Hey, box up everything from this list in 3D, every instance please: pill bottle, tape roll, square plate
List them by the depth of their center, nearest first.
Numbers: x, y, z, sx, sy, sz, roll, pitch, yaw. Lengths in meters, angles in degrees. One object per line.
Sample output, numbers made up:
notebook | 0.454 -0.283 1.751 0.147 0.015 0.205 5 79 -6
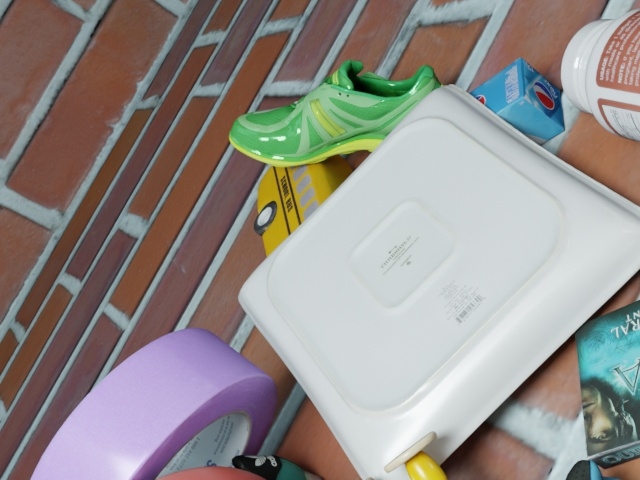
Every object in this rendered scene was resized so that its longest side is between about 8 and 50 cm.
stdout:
pill bottle | 0.310 -0.139 0.753 0.121 0.121 0.216 -57 28 2
square plate | 0.092 0.021 0.864 0.347 0.049 0.344 -46 42 4
tape roll | -0.166 0.227 0.898 0.090 0.275 0.274 33 91 22

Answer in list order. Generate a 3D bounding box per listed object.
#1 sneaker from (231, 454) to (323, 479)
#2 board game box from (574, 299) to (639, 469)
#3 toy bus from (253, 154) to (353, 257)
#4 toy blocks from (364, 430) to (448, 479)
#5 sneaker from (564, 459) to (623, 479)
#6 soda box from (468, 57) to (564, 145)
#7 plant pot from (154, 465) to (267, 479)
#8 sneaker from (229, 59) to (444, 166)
sneaker | -0.111 0.367 0.927 0.108 0.121 0.302 5 66 60
board game box | 0.282 0.090 0.669 0.186 0.026 0.126 -34 36 39
toy bus | 0.000 0.000 1.138 0.130 0.108 0.332 -47 29 18
toy blocks | 0.089 0.250 0.713 0.123 0.054 0.148 -41 76 15
sneaker | 0.251 0.204 0.501 0.341 0.125 0.139 -7 51 54
soda box | 0.172 -0.114 1.007 0.210 0.071 0.067 -33 37 40
plant pot | -0.059 0.360 0.728 0.243 0.275 0.274 20 79 51
sneaker | 0.022 -0.173 1.140 0.296 0.123 0.109 -7 32 14
